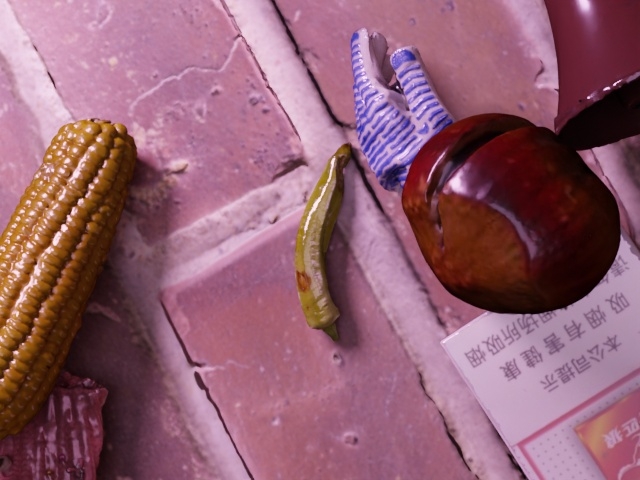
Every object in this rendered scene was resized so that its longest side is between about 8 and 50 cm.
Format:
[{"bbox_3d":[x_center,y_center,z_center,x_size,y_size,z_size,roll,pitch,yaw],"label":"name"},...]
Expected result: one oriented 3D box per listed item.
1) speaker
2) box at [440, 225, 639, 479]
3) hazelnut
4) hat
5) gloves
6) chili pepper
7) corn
[{"bbox_3d":[0.270,-0.279,1.201,0.198,0.259,0.329,-16,81,-19],"label":"speaker"},{"bbox_3d":[0.295,0.178,1.253,0.210,0.095,0.330,-34,84,9],"label":"box"},{"bbox_3d":[0.177,-0.020,1.180,0.204,0.178,0.178,30,95,46],"label":"hazelnut"},{"bbox_3d":[-0.339,0.277,1.369,0.237,0.107,0.286,-1,83,21],"label":"hat"},{"bbox_3d":[0.090,-0.109,1.296,0.119,0.097,0.229,-31,84,46],"label":"gloves"},{"bbox_3d":[-0.001,0.000,1.344,0.049,0.043,0.208,2,88,24],"label":"chili pepper"},{"bbox_3d":[-0.288,0.041,1.336,0.120,0.120,0.363,21,79,11],"label":"corn"}]
